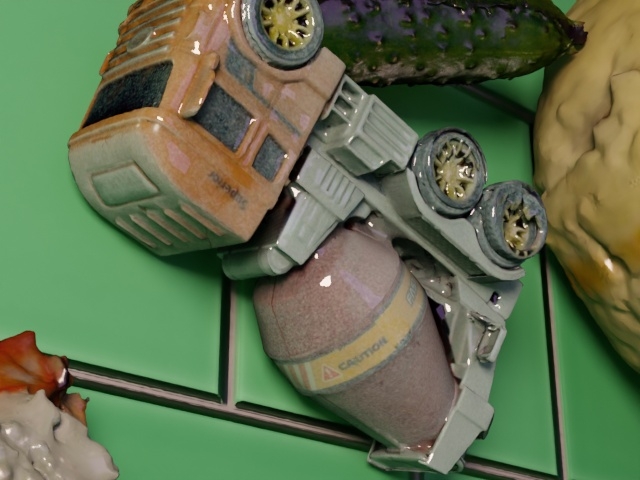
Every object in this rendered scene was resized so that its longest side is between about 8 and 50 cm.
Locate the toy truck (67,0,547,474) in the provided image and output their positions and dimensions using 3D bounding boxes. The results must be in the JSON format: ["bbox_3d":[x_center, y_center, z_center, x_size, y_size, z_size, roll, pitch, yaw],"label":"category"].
[{"bbox_3d":[0.000,0.000,0.584,0.257,0.108,0.140,39,63,-29],"label":"toy truck"}]

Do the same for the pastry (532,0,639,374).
[{"bbox_3d":[0.328,-0.051,0.769,0.388,0.313,0.388,24,54,-38],"label":"pastry"}]

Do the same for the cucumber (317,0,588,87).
[{"bbox_3d":[0.050,-0.115,0.675,0.227,0.069,0.069,-3,73,-25],"label":"cucumber"}]

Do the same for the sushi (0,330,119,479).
[{"bbox_3d":[-0.137,0.120,0.402,0.226,0.103,0.097,-43,120,-43],"label":"sushi"}]
